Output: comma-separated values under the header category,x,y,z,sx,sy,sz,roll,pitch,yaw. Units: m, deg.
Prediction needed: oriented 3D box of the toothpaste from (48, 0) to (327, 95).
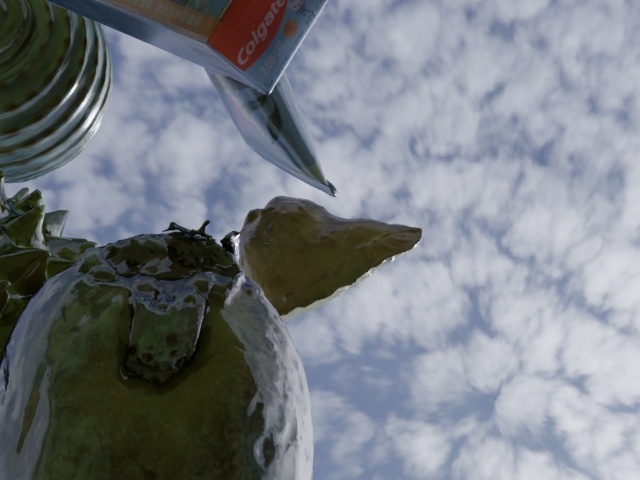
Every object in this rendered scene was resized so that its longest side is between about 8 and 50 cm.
category,x,y,z,sx,sy,sz,roll,pitch,yaw
toothpaste,-0.074,-0.127,0.603,0.193,0.044,0.070,28,-95,45

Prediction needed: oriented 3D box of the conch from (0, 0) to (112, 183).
category,x,y,z,sx,sy,sz,roll,pitch,yaw
conch,-0.195,-0.097,0.886,0.135,0.153,0.102,-37,-140,-11

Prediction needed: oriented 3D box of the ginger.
category,x,y,z,sx,sy,sz,roll,pitch,yaw
ginger,0.004,0.001,1.295,0.193,0.115,0.122,-23,-102,19

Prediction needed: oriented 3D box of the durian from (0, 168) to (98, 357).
category,x,y,z,sx,sy,sz,roll,pitch,yaw
durian,-0.176,0.112,0.619,0.291,0.225,0.291,4,-83,34

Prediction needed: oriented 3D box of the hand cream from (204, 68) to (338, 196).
category,x,y,z,sx,sy,sz,roll,pitch,yaw
hand cream,-0.054,-0.129,0.877,0.088,0.256,0.055,26,-116,40

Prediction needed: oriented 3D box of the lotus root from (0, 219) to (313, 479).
category,x,y,z,sx,sy,sz,roll,pitch,yaw
lotus root,-0.047,0.076,0.337,0.088,0.088,0.165,8,-95,8
